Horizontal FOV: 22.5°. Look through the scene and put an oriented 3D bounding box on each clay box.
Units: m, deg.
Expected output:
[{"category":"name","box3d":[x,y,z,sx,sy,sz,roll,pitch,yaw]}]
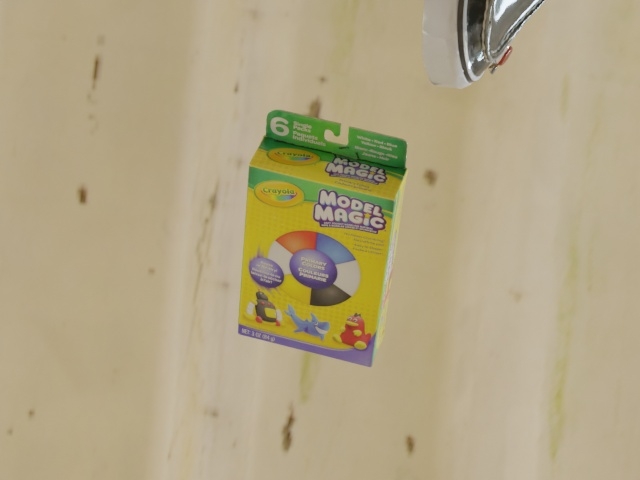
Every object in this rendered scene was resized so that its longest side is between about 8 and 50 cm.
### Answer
[{"category":"clay box","box3d":[0.000,0.000,1.368,0.127,0.222,0.053,13,-139,9]}]

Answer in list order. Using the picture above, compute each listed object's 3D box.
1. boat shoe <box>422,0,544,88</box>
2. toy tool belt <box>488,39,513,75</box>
[{"category":"boat shoe","box3d":[0.164,-0.235,1.131,0.105,0.113,0.306,15,-117,24]},{"category":"toy tool belt","box3d":[0.130,-0.169,1.312,0.051,0.083,0.052,35,-86,11]}]
